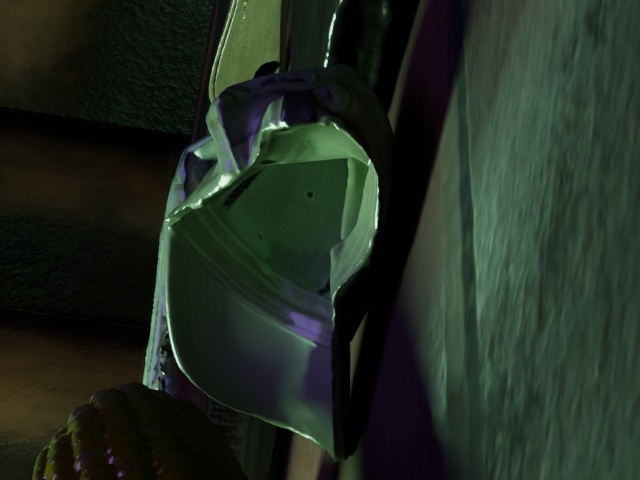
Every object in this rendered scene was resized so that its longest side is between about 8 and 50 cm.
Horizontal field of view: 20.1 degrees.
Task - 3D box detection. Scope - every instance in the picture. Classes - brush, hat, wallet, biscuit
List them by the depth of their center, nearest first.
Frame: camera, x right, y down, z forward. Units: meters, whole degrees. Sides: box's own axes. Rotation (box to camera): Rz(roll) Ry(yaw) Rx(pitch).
[{"bbox_3d":[-0.003,0.006,0.672,0.122,0.081,0.166,21,124,45],"label":"hat"},{"bbox_3d":[0.014,-0.167,0.818,0.165,0.042,0.309,103,173,-49],"label":"wallet"},{"bbox_3d":[-0.059,0.072,0.978,0.186,0.079,0.309,128,151,-74],"label":"biscuit"},{"bbox_3d":[-0.031,-0.193,1.189,0.327,0.070,0.065,103,162,-48],"label":"brush"}]

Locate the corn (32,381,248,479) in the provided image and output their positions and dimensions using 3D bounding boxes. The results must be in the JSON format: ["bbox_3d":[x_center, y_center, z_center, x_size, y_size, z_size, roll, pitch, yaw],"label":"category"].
[{"bbox_3d":[-0.047,0.123,0.582,0.320,0.097,0.097,-129,47,-70],"label":"corn"}]
